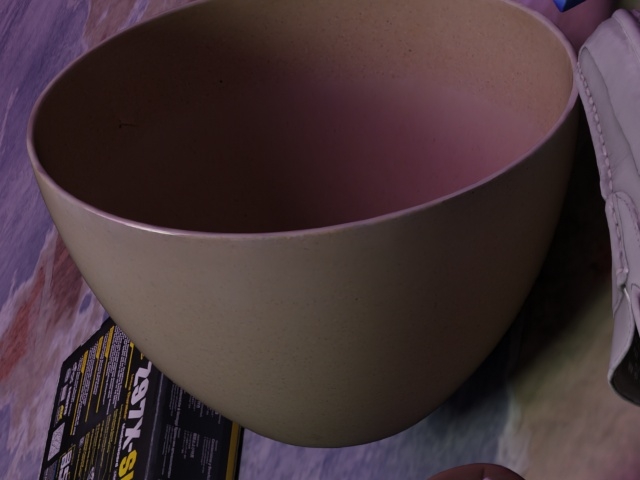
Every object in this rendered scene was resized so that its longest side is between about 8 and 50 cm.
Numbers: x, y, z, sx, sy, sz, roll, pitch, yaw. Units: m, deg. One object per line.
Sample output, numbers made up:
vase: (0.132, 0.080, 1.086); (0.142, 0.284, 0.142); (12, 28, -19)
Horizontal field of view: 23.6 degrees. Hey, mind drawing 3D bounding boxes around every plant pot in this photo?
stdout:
plant pot: (0.000, 0.000, 0.835); (0.284, 0.284, 0.191); (-110, 11, -57)

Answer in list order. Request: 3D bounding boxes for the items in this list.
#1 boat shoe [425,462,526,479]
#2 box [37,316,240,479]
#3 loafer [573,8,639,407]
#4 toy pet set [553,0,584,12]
boat shoe: (0.097, 0.223, 0.630); (0.095, 0.095, 0.257); (68, -168, -59)
box: (-0.152, 0.199, 1.198); (0.257, 0.079, 0.322); (-39, 37, 48)
loafer: (0.155, 0.021, 0.613); (0.111, 0.112, 0.319); (-46, 31, 27)
toy pet set: (0.174, -0.175, 0.833); (0.114, 0.065, 0.122); (-29, 30, -4)
